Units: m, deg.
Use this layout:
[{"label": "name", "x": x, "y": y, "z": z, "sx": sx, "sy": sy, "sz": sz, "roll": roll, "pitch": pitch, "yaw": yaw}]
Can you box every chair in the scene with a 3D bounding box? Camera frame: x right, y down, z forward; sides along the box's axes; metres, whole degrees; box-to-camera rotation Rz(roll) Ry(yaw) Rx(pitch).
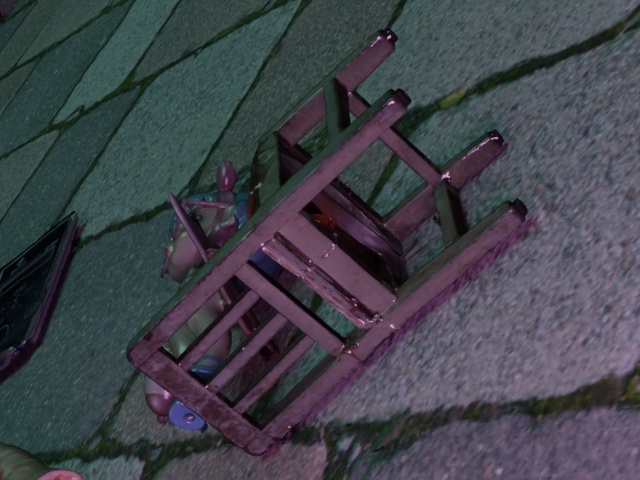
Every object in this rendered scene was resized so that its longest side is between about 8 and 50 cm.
[{"label": "chair", "x": 0.000, "y": 0.000, "z": 1.052, "sx": 0.270, "sy": 0.136, "sz": 0.147, "roll": -43, "pitch": 21, "yaw": 18}]

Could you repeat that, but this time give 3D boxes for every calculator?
[{"label": "calculator", "x": -0.366, "y": 0.080, "z": 1.760, "sx": 0.166, "sy": 0.028, "sz": 0.274, "roll": -38, "pitch": 24, "yaw": 27}]

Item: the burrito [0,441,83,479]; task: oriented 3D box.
[{"label": "burrito", "x": -0.293, "y": 0.240, "z": 1.264, "sx": 0.143, "sy": 0.105, "sz": 0.299, "roll": -47, "pitch": 19, "yaw": -21}]

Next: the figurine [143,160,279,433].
[{"label": "figurine", "x": -0.085, "y": 0.065, "z": 1.189, "sx": 0.260, "sy": 0.103, "sz": 0.205, "roll": -91, "pitch": 10, "yaw": -56}]
